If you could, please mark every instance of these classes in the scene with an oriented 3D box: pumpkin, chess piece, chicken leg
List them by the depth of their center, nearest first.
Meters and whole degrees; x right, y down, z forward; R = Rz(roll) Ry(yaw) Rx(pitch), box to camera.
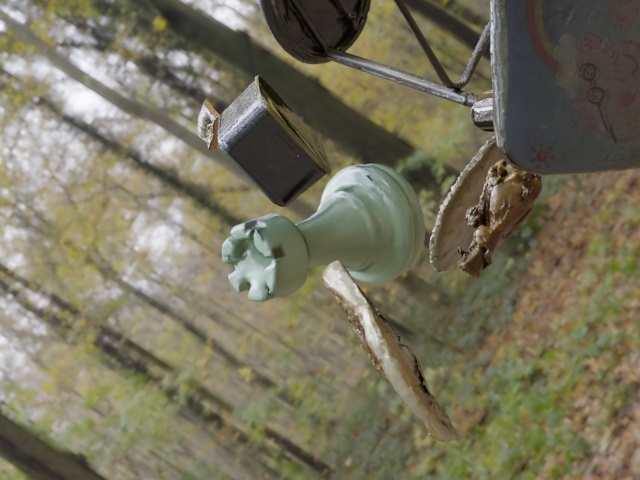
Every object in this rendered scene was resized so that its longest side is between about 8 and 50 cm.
[{"bbox_3d":[0.263,-0.039,1.717,0.207,0.085,0.101,-59,-13,-22],"label":"chicken leg"},{"bbox_3d":[0.000,0.000,1.762,0.299,0.194,0.194,-19,-31,-42],"label":"chess piece"},{"bbox_3d":[-0.202,-0.216,2.153,0.101,0.035,0.073,-123,34,-53],"label":"pumpkin"}]

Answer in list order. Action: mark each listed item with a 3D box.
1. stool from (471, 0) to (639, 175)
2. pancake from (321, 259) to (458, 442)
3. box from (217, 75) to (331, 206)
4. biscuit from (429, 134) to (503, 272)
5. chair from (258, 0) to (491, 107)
[{"bbox_3d":[0.333,-0.255,1.421,0.226,0.310,0.310,-121,27,-72],"label":"stool"},{"bbox_3d":[0.090,0.149,1.522,0.049,0.282,0.282,-34,-6,-3],"label":"pancake"},{"bbox_3d":[-0.068,-0.136,1.594,0.090,0.144,0.201,-42,17,8],"label":"box"},{"bbox_3d":[0.260,-0.065,2.075,0.141,0.038,0.290,-2,-61,-57],"label":"biscuit"},{"bbox_3d":[0.137,-0.453,1.946,0.364,0.410,0.362,49,-122,-43],"label":"chair"}]
